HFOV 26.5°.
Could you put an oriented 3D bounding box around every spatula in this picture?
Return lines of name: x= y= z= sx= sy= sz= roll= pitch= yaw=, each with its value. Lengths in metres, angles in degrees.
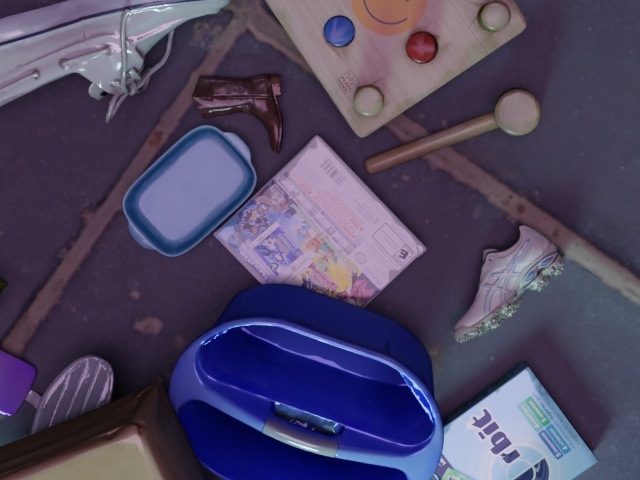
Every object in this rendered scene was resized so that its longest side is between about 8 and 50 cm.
spatula: x=-0.339 y=0.233 z=1.788 sx=0.296 sy=0.030 sz=0.084 roll=29 pitch=98 yaw=-3

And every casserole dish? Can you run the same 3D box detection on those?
casserole dish: x=-0.167 y=-0.065 z=1.746 sx=0.188 sy=0.037 sz=0.114 roll=-42 pitch=94 yaw=6

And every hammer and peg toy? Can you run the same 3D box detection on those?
hammer and peg toy: x=0.108 y=-0.248 z=1.670 sx=0.266 sy=0.127 sz=0.361 roll=-33 pitch=95 yaw=5

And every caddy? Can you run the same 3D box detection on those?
caddy: x=-0.014 y=0.203 z=1.675 sx=0.341 sy=0.179 sz=0.241 roll=19 pitch=115 yaw=-1

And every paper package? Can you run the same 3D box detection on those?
paper package: x=-0.270 y=0.380 z=1.619 sx=0.309 sy=0.168 sz=0.325 roll=-22 pitch=102 yaw=8

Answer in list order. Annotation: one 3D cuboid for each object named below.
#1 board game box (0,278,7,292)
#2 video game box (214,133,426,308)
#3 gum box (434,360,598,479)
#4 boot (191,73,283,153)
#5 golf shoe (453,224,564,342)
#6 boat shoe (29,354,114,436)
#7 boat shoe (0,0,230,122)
board game box: x=-0.495 y=0.022 z=1.736 sx=0.181 sy=0.092 sz=0.043 roll=38 pitch=96 yaw=-3
video game box: x=0.000 y=0.000 z=1.744 sx=0.187 sy=0.048 sz=0.205 roll=-43 pitch=94 yaw=4
gum box: x=0.240 y=0.275 z=1.773 sx=0.184 sy=0.041 sz=0.157 roll=-37 pitch=95 yaw=4
boot: x=-0.105 y=-0.160 z=1.731 sx=0.114 sy=0.037 sz=0.106 roll=-3 pitch=84 yaw=-1
golf shoe: x=0.227 y=0.055 z=1.747 sx=0.176 sy=0.069 sz=0.086 roll=-41 pitch=74 yaw=3
boat shoe: x=-0.337 y=0.244 z=1.735 sx=0.083 sy=0.076 sz=0.226 roll=29 pitch=89 yaw=-14
boat shoe: x=-0.268 y=-0.225 z=1.680 sx=0.367 sy=0.136 sz=0.156 roll=-14 pitch=96 yaw=6
